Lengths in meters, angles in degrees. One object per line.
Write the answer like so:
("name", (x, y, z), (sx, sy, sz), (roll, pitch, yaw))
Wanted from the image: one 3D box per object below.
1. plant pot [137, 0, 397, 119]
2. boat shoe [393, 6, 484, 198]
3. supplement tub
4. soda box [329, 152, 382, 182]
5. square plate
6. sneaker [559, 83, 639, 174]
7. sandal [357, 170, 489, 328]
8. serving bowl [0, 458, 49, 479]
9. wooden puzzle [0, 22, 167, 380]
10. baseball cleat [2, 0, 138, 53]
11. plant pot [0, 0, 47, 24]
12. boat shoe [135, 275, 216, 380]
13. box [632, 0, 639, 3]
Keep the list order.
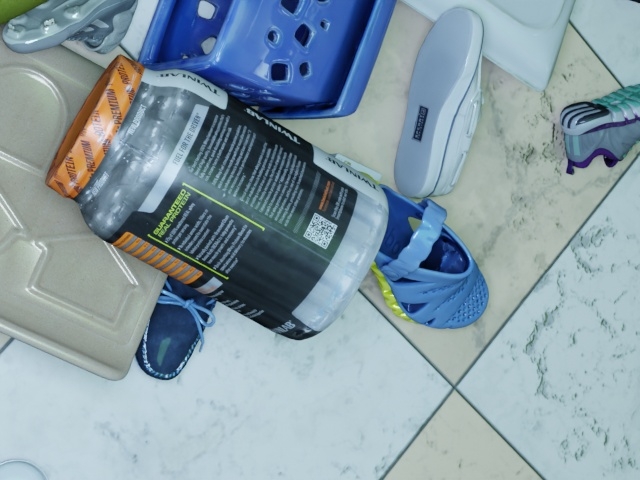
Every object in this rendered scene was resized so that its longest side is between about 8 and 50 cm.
("plant pot", (-0.053, -0.264, 1.486), (0.212, 0.236, 0.236), (23, 82, -30))
("boat shoe", (0.169, -0.178, 1.642), (0.084, 0.095, 0.258), (-1, 119, -38))
("supplement tub", (-0.113, -0.049, 1.374), (0.338, 0.207, 0.207), (30, 80, -17))
("soda box", (0.000, 0.000, 1.600), (0.074, 0.069, 0.216), (23, 83, -24))
("square plate", (0.231, -0.427, 1.669), (0.344, 0.049, 0.347), (30, 70, -21))
("sneaker", (0.440, -0.162, 1.800), (0.224, 0.083, 0.098), (-14, 118, -19))
("sandal", (0.137, 0.030, 1.589), (0.317, 0.138, 0.126), (37, 71, -47))
("serving bowl", (-0.361, 0.296, 1.471), (0.083, 0.027, 0.083), (-1, 92, -23))
("wooden puzzle", (-0.313, -0.050, 1.435), (0.322, 0.080, 0.347), (28, 66, -21))
("baseball cleat", (-0.276, -0.244, 1.435), (0.206, 0.072, 0.109), (-40, 150, -36))
("plant pot", (-0.335, -0.397, 1.310), (0.353, 0.366, 0.366), (-24, 101, -33))
("boat shoe", (-0.167, 0.043, 1.515), (0.109, 0.089, 0.258), (12, 87, -24))
("box", (0.560, -0.382, 1.774), (0.261, 0.184, 0.103), (9, 86, -24))
